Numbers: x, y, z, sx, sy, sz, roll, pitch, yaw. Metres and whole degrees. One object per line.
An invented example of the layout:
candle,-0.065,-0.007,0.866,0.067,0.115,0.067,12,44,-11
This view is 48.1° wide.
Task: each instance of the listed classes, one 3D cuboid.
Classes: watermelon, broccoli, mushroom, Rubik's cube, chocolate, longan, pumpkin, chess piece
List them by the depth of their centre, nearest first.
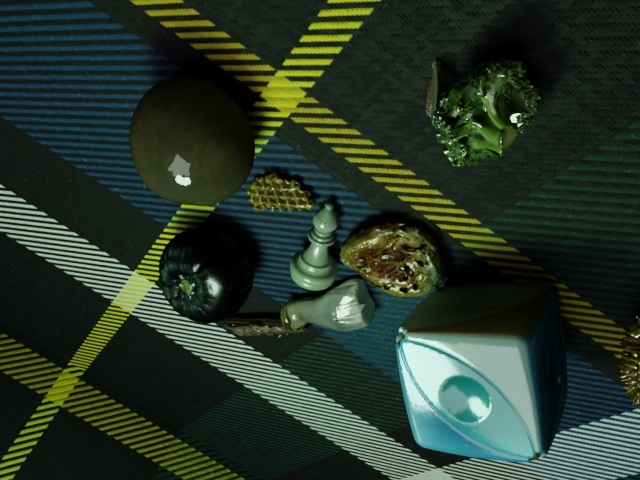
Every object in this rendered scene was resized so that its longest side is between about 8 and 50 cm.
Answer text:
broccoli,0.323,-0.248,1.422,0.198,0.226,0.176,13,-170,-30
watermelon,0.251,-0.297,1.509,0.080,0.101,0.155,24,134,21
longan,-0.311,-0.235,1.739,0.319,0.319,0.319,16,141,13
Rubik's cube,0.419,0.319,1.823,0.347,0.352,0.351,-2,110,31
chess piece,0.000,0.000,1.973,0.139,0.139,0.271,20,130,8
pumpkin,-0.340,0.101,2.185,0.315,0.238,0.315,13,122,21
mushroom,0.018,0.206,2.208,0.329,0.122,0.159,-11,91,37
chocolate,-0.186,0.287,2.448,0.329,0.065,0.102,-6,146,36

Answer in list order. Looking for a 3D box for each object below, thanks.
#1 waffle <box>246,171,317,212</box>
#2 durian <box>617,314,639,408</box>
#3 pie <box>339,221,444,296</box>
waffle,-0.114,-0.117,1.946,0.160,0.046,0.192,40,141,-16
durian,0.868,0.289,1.645,0.347,0.347,0.384,36,133,-12
pie,0.200,0.057,1.935,0.308,0.085,0.308,15,141,13
